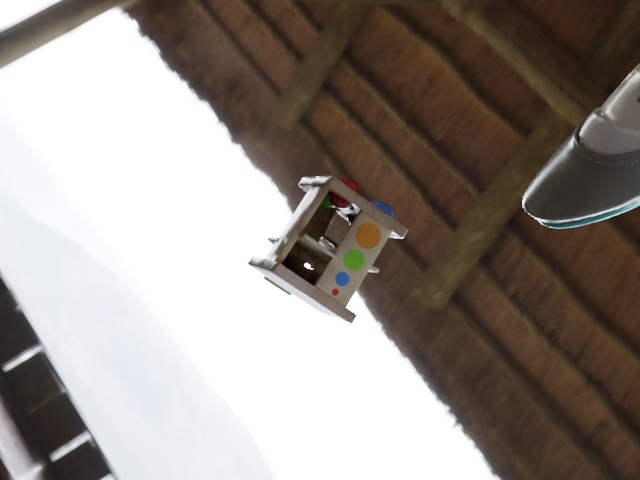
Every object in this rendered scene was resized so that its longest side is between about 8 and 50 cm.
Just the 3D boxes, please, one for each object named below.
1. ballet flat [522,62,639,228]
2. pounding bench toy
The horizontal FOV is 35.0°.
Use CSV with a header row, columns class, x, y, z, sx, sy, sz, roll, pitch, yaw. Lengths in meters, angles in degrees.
class,x,y,z,sx,sy,sz,roll,pitch,yaw
ballet flat,0.202,-0.077,0.542,0.072,0.213,0.068,-104,171,-58
pounding bench toy,0.000,0.000,0.555,0.052,0.065,0.083,34,-8,-17
